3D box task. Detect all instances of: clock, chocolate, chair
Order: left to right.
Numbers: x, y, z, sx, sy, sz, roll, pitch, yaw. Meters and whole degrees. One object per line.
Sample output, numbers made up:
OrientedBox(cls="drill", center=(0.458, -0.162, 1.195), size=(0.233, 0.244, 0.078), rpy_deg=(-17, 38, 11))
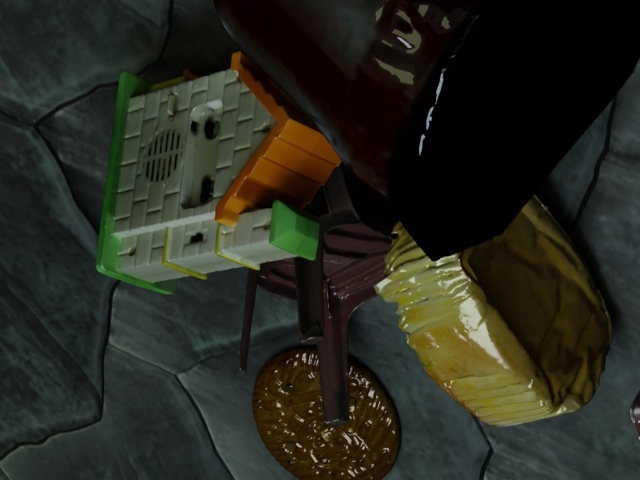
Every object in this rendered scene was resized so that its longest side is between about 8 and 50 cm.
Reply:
OrientedBox(cls="clock", center=(-0.090, -0.074, 1.601), size=(0.255, 0.106, 0.220), rpy_deg=(-10, 68, 40))
OrientedBox(cls="chair", center=(0.000, 0.000, 1.679), size=(0.175, 0.183, 0.326), rpy_deg=(-28, 54, 37))
OrientedBox(cls="chocolate", center=(0.073, -0.228, 1.398), size=(0.331, 0.384, 0.383), rpy_deg=(34, 126, 25))

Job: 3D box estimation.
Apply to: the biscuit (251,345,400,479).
OrientedBox(cls="biscuit", center=(0.003, 0.207, 1.832), size=(0.188, 0.027, 0.188), rpy_deg=(13, 120, 23))

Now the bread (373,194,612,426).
OrientedBox(cls="bread", center=(0.167, 0.064, 1.565), size=(0.133, 0.179, 0.250), rpy_deg=(-17, 121, 48))

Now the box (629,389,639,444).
OrientedBox(cls="box", center=(0.425, 0.188, 1.559), size=(0.224, 0.069, 0.120), rpy_deg=(-14, 106, 33))
